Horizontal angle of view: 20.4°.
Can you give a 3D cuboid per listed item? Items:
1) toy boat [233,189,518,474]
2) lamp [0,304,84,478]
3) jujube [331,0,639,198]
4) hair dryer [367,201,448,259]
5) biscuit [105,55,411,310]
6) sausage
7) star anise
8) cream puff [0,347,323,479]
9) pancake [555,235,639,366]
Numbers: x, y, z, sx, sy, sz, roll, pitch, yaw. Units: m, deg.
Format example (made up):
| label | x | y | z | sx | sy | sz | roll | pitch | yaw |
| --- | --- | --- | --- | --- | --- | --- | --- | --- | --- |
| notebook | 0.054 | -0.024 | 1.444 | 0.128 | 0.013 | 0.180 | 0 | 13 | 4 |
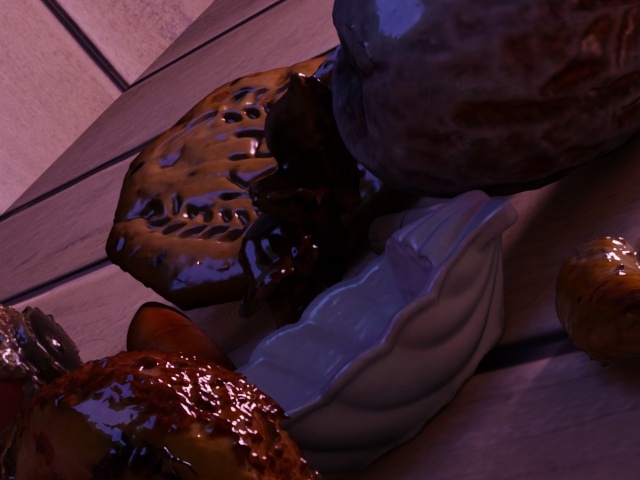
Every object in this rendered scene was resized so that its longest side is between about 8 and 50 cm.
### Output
| label | x | y | z | sx | sy | sz | roll | pitch | yaw |
| --- | --- | --- | --- | --- | --- | --- | --- | --- | --- |
| toy boat | 0.038 | 0.083 | 1.307 | 0.290 | 0.100 | 0.199 | -43 | 16 | -9 |
| lamp | -0.387 | 0.189 | 1.931 | 0.274 | 0.177 | 0.177 | -36 | 15 | 10 |
| jujube | 0.159 | -0.156 | 1.424 | 0.308 | 0.215 | 0.246 | -15 | 30 | -14 |
| hair dryer | 0.050 | 0.043 | 1.528 | 0.183 | 0.044 | 0.155 | -51 | 15 | -20 |
| biscuit | -0.060 | -0.067 | 1.805 | 0.359 | 0.046 | 0.359 | -19 | 38 | 15 |
| sausage | -0.133 | 0.118 | 1.651 | 0.083 | 0.089 | 0.300 | -51 | 15 | -3 |
| star anise | -0.005 | -0.046 | 1.550 | 0.088 | 0.288 | 0.288 | 11 | 35 | 13 |
| cream puff | -0.093 | 0.175 | 1.151 | 0.164 | 0.240 | 0.240 | -22 | 2 | -35 |
| pancake | 0.258 | -0.005 | 1.106 | 0.244 | 0.057 | 0.266 | -38 | 14 | 5 |
